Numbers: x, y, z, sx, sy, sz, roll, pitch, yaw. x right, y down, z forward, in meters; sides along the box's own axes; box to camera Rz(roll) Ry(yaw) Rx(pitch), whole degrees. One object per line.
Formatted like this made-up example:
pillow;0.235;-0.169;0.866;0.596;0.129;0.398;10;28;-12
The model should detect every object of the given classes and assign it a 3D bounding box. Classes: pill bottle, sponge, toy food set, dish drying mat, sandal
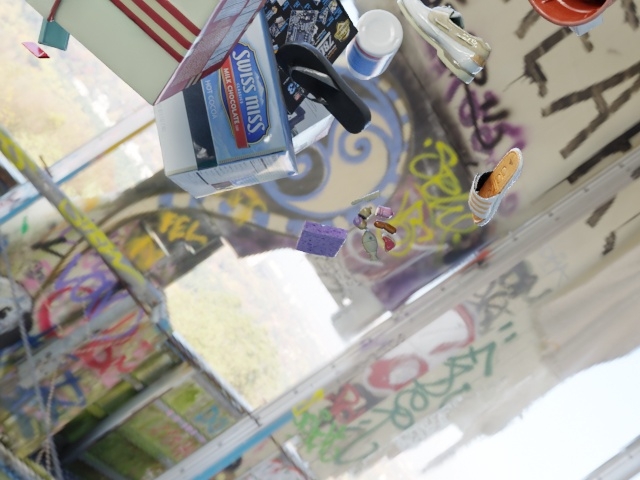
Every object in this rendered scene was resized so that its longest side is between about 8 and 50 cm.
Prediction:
pill bottle;0.133;-0.503;1.871;0.124;0.124;0.221;56;-11;2
sponge;0.000;0.000;1.948;0.210;0.117;0.031;117;-17;-73
toy food set;0.104;-0.024;1.299;0.019;0.077;0.122;-90;157;-70
dish drying mat;-0.652;-0.437;1.630;0.083;0.032;0.008;41;-51;31
sandal;0.448;-0.150;1.906;0.265;0.076;0.102;113;-24;-47
sandal;0.000;-0.321;1.477;0.254;0.054;0.097;43;-38;10

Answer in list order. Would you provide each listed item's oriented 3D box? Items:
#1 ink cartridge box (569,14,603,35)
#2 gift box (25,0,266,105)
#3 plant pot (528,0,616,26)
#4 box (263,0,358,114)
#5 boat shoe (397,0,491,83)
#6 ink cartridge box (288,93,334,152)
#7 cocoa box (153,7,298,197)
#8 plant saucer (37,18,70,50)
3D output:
ink cartridge box;0.739;-0.725;2.074;0.203;0.085;0.148;53;13;-45
gift box;-0.211;-0.388;0.972;0.258;0.276;0.255;40;28;-4
plant pot;0.646;-0.657;1.623;0.272;0.265;0.273;41;-35;38
box;-0.079;-0.494;1.632;0.073;0.296;0.293;18;-24;47
boat shoe;0.315;-0.532;1.790;0.113;0.103;0.302;-1;50;-55
ink cartridge box;-0.088;-0.288;1.864;0.100;0.237;0.172;54;-16;7
cocoa box;-0.190;-0.286;1.365;0.231;0.227;0.347;59;20;-84
plant saucer;-0.592;-0.533;1.628;0.067;0.192;0.018;9;20;-33
